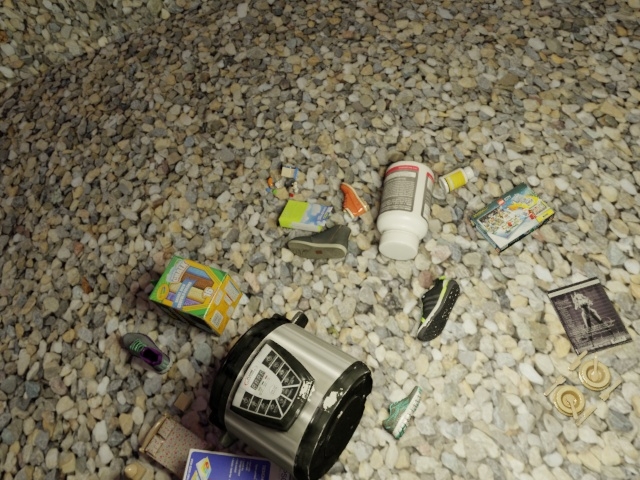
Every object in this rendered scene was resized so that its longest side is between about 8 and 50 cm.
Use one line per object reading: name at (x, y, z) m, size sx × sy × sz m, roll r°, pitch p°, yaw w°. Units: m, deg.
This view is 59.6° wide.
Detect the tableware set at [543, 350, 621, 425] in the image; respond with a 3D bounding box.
tableware set at (0.752, 0.419, 1.600) m, size 0.194 × 0.039 × 0.128 m, roll -41°, pitch 64°, yaw -9°

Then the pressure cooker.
pressure cooker at (-0.108, 0.434, 1.606) m, size 0.420 × 0.376 × 0.370 m, roll 26°, pitch 30°, yaw 25°

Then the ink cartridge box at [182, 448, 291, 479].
ink cartridge box at (-0.245, 0.751, 1.547) m, size 0.307 × 0.072 × 0.304 m, roll 10°, pitch 46°, yaw -4°

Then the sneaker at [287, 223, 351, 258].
sneaker at (0.000, 0.000, 2.006) m, size 0.222 × 0.083 × 0.118 m, roll 5°, pitch 47°, yaw 18°

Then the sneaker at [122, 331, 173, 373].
sneaker at (-0.601, 0.365, 1.905) m, size 0.223 × 0.098 × 0.083 m, roll 25°, pitch 69°, yaw 24°

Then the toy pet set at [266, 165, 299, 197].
toy pet set at (-0.134, -0.233, 2.184) m, size 0.122 × 0.065 × 0.114 m, roll 16°, pitch 100°, yaw 24°

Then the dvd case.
dvd case at (0.819, 0.231, 1.715) m, size 0.164 × 0.018 × 0.221 m, roll -18°, pitch 59°, yaw 3°

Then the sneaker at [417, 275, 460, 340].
sneaker at (0.364, 0.219, 1.804) m, size 0.097 × 0.084 × 0.235 m, roll 14°, pitch 61°, yaw 46°

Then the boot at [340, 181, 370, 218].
boot at (0.106, -0.149, 2.072) m, size 0.084 × 0.059 × 0.158 m, roll -35°, pitch 60°, yaw -3°

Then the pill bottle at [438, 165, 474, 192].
pill bottle at (0.492, -0.224, 2.022) m, size 0.116 × 0.065 × 0.065 m, roll -26°, pitch 58°, yaw -2°

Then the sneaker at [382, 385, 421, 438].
sneaker at (0.241, 0.499, 1.666) m, size 0.076 × 0.065 × 0.166 m, roll 24°, pitch 67°, yaw 28°

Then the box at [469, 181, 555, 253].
box at (0.655, -0.080, 1.915) m, size 0.233 × 0.044 × 0.159 m, roll -32°, pitch 59°, yaw -6°

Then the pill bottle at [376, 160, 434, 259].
pill bottle at (0.290, -0.101, 1.932) m, size 0.176 × 0.176 × 0.319 m, roll 5°, pitch 62°, yaw 15°

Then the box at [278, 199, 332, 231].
box at (-0.052, -0.090, 2.068) m, size 0.178 × 0.042 × 0.109 m, roll 10°, pitch 51°, yaw 18°

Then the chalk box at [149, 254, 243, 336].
chalk box at (-0.451, 0.181, 1.931) m, size 0.288 × 0.180 × 0.179 m, roll 18°, pitch 66°, yaw 20°

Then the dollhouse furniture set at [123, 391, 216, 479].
dollhouse furniture set at (-0.426, 0.662, 1.653) m, size 0.303 × 0.174 × 0.356 m, roll 24°, pitch 68°, yaw 23°
